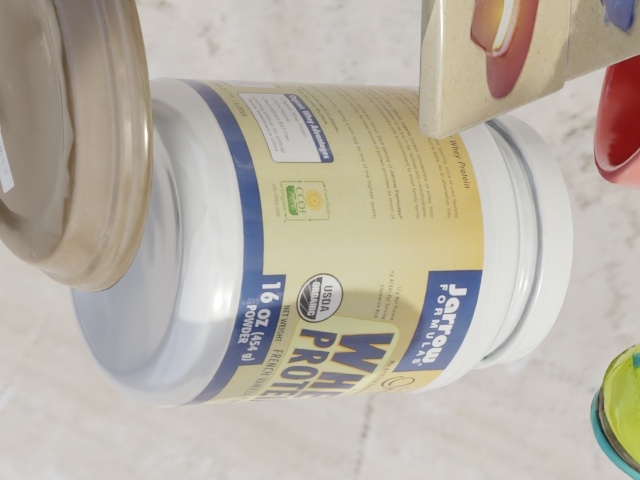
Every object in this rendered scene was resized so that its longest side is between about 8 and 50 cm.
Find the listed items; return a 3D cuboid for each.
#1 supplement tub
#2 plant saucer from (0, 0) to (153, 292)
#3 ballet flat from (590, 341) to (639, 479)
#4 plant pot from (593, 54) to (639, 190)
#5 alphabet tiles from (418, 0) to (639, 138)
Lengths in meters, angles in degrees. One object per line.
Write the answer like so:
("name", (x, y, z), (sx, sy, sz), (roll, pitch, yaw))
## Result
("supplement tub", (0.000, 0.000, 1.432), (0.228, 0.316, 0.228), (2, 93, 59))
("plant saucer", (-0.175, -0.102, 1.205), (0.278, 0.041, 0.278), (34, 130, 53))
("ballet flat", (0.204, 0.098, 0.734), (0.231, 0.077, 0.077), (33, 125, -21))
("plant pot", (0.322, -0.120, 1.152), (0.243, 0.275, 0.275), (21, 116, -6))
("alphabet tiles", (0.105, -0.190, 0.535), (0.011, 0.342, 0.285), (21, 122, 38))
